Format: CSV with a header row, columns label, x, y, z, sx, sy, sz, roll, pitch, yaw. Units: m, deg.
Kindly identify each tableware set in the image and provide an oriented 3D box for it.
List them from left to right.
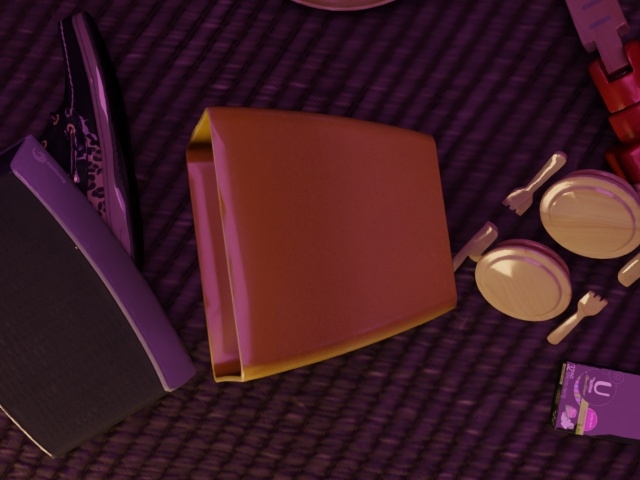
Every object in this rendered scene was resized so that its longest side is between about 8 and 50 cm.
label,x,y,z,sx,sy,sz,roll,pitch,yaw
tableware set,0.202,0.000,1.257,0.128,0.194,0.039,34,48,-6

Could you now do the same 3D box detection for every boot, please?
label,x,y,z,sx,sy,sz,roll,pitch,yaw
boot,-0.257,-0.071,1.305,0.179,0.085,0.236,-9,96,2

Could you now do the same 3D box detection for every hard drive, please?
label,x,y,z,sx,sy,sz,roll,pitch,yaw
hard drive,-0.239,0.057,1.270,0.172,0.054,0.254,-30,105,10

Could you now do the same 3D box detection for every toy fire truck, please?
label,x,y,z,sx,sy,sz,roll,pitch,yaw
toy fire truck,0.318,-0.159,1.277,0.217,0.158,0.246,-30,96,1

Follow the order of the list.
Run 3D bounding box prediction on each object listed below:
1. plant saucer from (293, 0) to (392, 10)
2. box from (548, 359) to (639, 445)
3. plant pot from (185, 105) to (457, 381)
label,x,y,z,sx,sy,sz,roll,pitch,yaw
plant saucer,0.023,-0.325,1.319,0.241,0.037,0.241,2,100,9
box,0.245,0.140,1.292,0.083,0.052,0.062,11,88,2
plant pot,0.000,0.000,1.245,0.187,0.212,0.212,-7,86,-10
